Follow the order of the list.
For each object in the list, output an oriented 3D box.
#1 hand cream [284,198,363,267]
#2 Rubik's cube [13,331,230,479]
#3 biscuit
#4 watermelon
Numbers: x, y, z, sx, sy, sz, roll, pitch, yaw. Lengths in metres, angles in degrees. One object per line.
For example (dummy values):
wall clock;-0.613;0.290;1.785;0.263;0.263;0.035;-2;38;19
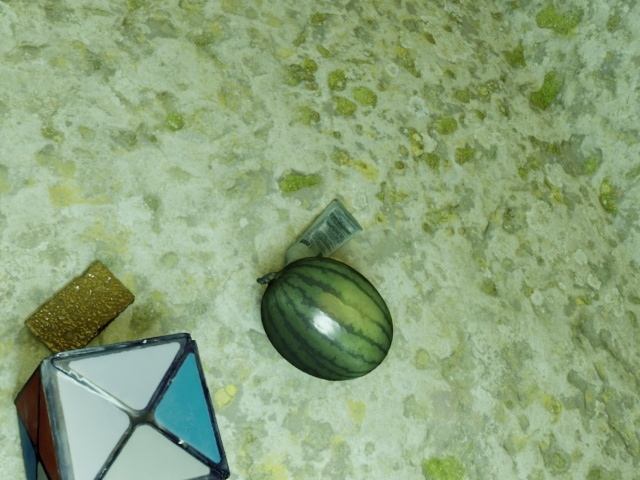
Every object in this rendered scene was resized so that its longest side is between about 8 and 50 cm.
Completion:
hand cream;0.000;0.000;2.042;0.124;0.077;0.340;48;42;0
Rubik's cube;-0.389;0.373;1.419;0.310;0.307;0.305;-3;64;-35
biscuit;-0.529;0.157;1.632;0.131;0.025;0.231;46;50;-2
watermelon;0.006;0.185;1.798;0.359;0.279;0.279;41;50;-10
